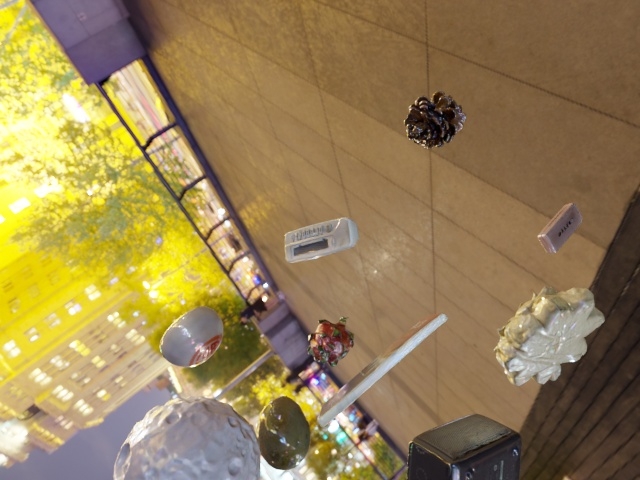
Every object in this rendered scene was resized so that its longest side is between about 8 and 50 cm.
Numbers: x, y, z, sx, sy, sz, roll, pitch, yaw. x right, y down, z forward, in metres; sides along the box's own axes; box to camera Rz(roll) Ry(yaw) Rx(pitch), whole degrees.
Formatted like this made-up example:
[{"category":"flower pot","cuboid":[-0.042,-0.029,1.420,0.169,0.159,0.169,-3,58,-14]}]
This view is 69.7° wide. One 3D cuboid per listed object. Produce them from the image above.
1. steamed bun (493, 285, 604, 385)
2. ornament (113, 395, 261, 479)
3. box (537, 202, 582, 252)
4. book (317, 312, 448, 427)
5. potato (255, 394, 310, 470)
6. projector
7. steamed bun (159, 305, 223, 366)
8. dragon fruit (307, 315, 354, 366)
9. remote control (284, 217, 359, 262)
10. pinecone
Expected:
[{"category":"steamed bun","cuboid":[0.569,0.224,1.176,0.295,0.292,0.137,60,180,-36]},{"category":"ornament","cuboid":[-0.317,0.541,1.083,0.337,0.337,0.337,47,165,17]},{"category":"box","cuboid":[0.479,-0.025,0.912,0.048,0.115,0.025,54,158,-8]},{"category":"book","cuboid":[0.145,0.311,1.139,0.028,0.374,0.262,49,173,12]},{"category":"potato","cuboid":[-0.126,0.647,1.551,0.178,0.234,0.160,20,144,-25]},{"category":"projector","cuboid":[0.536,0.892,1.687,0.242,0.406,0.394,7,97,55]},{"category":"steamed bun","cuboid":[-0.529,0.425,1.957,0.177,0.283,0.283,41,163,16]},{"category":"dragon fruit","cuboid":[0.054,0.331,1.538,0.135,0.236,0.137,44,122,30]},{"category":"remote control","cuboid":[-0.001,0.000,1.248,0.230,0.049,0.090,-14,77,36]},{"category":"pinecone","cuboid":[0.357,-0.383,1.460,0.179,0.195,0.150,38,157,22]}]
